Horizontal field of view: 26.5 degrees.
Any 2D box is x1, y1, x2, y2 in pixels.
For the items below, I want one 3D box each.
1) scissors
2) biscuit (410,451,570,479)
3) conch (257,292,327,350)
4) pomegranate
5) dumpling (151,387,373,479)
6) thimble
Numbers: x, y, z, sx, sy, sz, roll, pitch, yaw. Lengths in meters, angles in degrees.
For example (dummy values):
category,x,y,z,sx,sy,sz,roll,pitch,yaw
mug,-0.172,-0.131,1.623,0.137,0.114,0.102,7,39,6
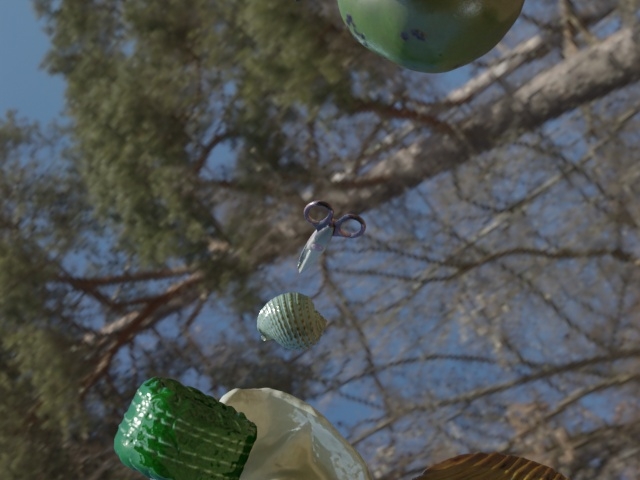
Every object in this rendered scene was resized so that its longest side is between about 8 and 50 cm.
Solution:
category,x,y,z,sx,sy,sz,roll,pitch,yaw
scissors,0.000,0.000,1.851,0.085,0.176,0.022,21,-123,-9
biscuit,0.162,0.300,1.422,0.228,0.031,0.176,-28,-133,-11
conch,-0.035,0.108,1.751,0.085,0.056,0.076,-18,-71,-17
pomegranate,0.076,-0.241,1.197,0.224,0.181,0.182,2,-117,-47
dumpling,-0.036,0.307,1.508,0.318,0.243,0.187,47,-167,1
thimble,-0.130,0.196,1.335,0.130,0.118,0.090,25,-92,-31
